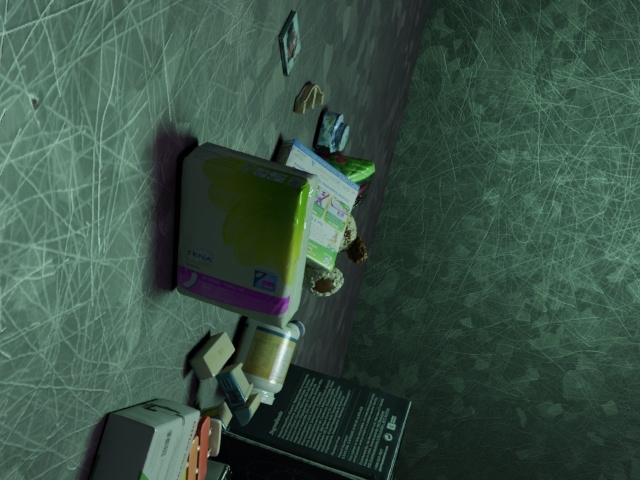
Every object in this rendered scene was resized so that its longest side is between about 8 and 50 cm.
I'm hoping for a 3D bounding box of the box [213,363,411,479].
[{"bbox_3d":[-0.031,0.629,2.002,0.297,0.472,0.479,-63,164,-47],"label":"box"}]

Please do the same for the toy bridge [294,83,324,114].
[{"bbox_3d":[-0.025,-0.371,1.826,0.188,0.026,0.063,-50,152,-65],"label":"toy bridge"}]

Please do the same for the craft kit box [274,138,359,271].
[{"bbox_3d":[-0.032,-0.083,1.756,0.250,0.061,0.246,33,65,-36],"label":"craft kit box"}]

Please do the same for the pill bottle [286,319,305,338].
[{"bbox_3d":[-0.094,0.294,2.273,0.120,0.067,0.067,0,106,-78],"label":"pill bottle"}]

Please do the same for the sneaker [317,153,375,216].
[{"bbox_3d":[0.076,-0.160,2.196,0.483,0.185,0.202,-18,119,-75],"label":"sneaker"}]

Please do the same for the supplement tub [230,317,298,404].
[{"bbox_3d":[-0.152,0.309,1.828,0.144,0.144,0.199,62,46,-74],"label":"supplement tub"}]

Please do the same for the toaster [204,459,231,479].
[{"bbox_3d":[-0.291,0.634,1.684,0.168,0.110,0.185,93,16,-44],"label":"toaster"}]

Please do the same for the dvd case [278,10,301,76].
[{"bbox_3d":[-0.067,-0.436,1.574,0.119,0.013,0.087,86,22,-60],"label":"dvd case"}]

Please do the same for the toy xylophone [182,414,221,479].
[{"bbox_3d":[-0.314,0.523,1.498,0.322,0.081,0.236,-59,161,-49],"label":"toy xylophone"}]

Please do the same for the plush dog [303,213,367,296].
[{"bbox_3d":[0.000,0.000,1.932,0.225,0.262,0.210,-33,-175,-15],"label":"plush dog"}]

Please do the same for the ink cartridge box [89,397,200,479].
[{"bbox_3d":[-0.315,0.385,1.285,0.219,0.093,0.160,31,75,-78],"label":"ink cartridge box"}]

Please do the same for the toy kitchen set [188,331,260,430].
[{"bbox_3d":[-0.256,0.340,1.591,0.207,0.166,0.122,64,23,-11],"label":"toy kitchen set"}]

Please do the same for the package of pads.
[{"bbox_3d":[-0.139,-0.010,1.262,0.101,0.229,0.296,-51,155,-57],"label":"package of pads"}]

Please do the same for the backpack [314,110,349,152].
[{"bbox_3d":[0.038,-0.313,2.056,0.105,0.084,0.114,-36,137,-75],"label":"backpack"}]
